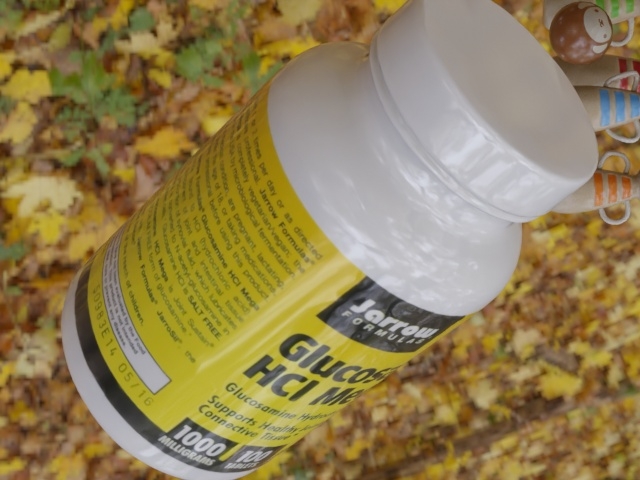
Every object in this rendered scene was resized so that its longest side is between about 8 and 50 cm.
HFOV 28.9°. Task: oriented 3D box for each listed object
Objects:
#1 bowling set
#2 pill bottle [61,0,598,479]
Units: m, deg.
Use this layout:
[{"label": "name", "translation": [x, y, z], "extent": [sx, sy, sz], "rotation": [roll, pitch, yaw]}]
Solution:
[{"label": "bowling set", "translation": [0.281, -0.157, 1.125], "extent": [0.154, 0.200, 0.286], "rotation": [-3, 91, 7]}, {"label": "pill bottle", "translation": [0.000, 0.000, 0.773], "extent": [0.188, 0.187, 0.334], "rotation": [25, 130, -32]}]
